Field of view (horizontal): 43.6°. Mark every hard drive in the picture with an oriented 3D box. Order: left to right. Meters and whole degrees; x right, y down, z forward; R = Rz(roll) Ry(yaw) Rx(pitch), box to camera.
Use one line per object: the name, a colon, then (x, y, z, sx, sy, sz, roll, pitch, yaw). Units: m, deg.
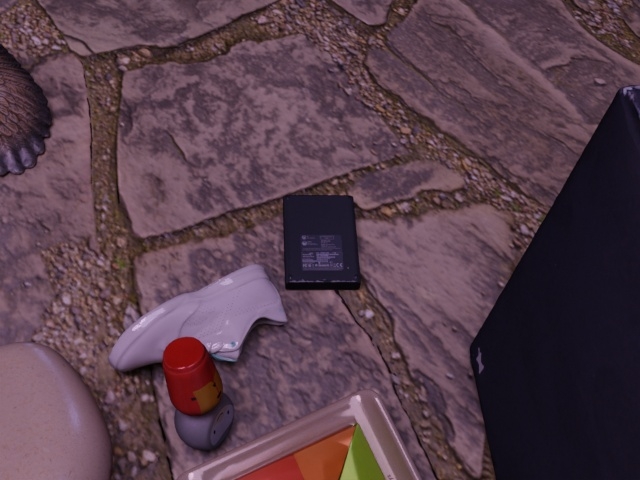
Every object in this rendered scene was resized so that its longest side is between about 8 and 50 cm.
hard drive: (0.000, 0.000, 1.031, 0.094, 0.022, 0.135, 0, 58, -5)

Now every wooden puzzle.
wooden puzzle: (0.000, 0.293, 0.809, 0.239, 0.044, 0.220, -22, 74, -17)

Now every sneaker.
sneaker: (-0.135, 0.109, 0.923, 0.212, 0.080, 0.094, -27, 75, -22)

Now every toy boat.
toy boat: (-0.243, 0.206, 0.811, 0.318, 0.148, 0.267, -19, 45, -13)

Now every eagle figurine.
eagle figurine: (-0.509, -0.225, 1.039, 0.298, 0.225, 0.226, 28, 49, 25)

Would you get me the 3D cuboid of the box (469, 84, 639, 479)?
box: (0.439, 0.113, 0.727, 0.472, 0.479, 0.297, -2, 59, -6)
